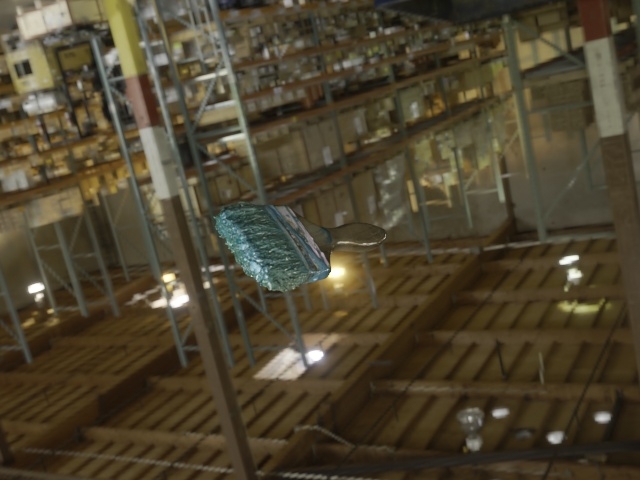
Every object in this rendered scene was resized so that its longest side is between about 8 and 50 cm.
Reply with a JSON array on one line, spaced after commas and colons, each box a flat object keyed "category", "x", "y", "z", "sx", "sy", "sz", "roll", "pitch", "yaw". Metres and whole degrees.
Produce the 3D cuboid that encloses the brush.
[{"category": "brush", "x": 0.000, "y": 0.000, "z": 0.567, "sx": 0.021, "sy": 0.070, "sz": 0.196, "roll": -44, "pitch": 160, "yaw": 25}]
